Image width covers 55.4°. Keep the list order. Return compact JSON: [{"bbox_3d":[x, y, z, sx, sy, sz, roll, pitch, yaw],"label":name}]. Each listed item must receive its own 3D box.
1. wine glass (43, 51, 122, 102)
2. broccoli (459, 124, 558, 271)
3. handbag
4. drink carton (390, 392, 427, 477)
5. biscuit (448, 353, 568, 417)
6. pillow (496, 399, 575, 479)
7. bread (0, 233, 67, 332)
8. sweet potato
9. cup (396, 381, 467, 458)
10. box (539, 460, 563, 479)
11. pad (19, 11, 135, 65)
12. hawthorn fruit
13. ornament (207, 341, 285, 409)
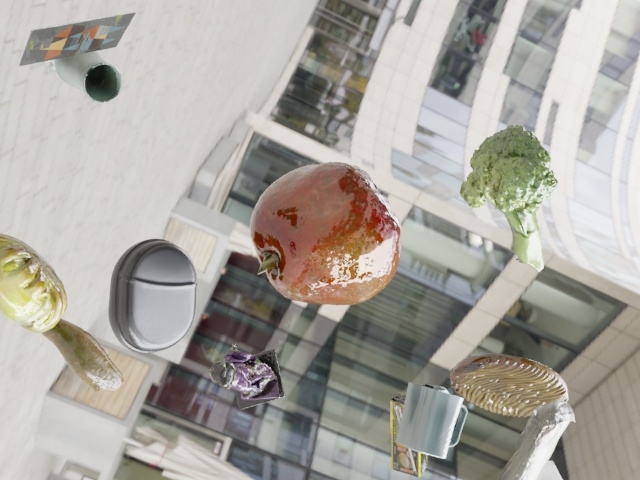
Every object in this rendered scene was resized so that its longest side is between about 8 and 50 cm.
[{"bbox_3d":[-0.533,-0.389,1.361,0.103,0.231,0.103,-28,136,-31],"label":"wine glass"},{"bbox_3d":[0.392,-0.102,1.331,0.302,0.186,0.254,86,-8,-50],"label":"broccoli"},{"bbox_3d":[-0.440,0.149,1.638,0.093,0.254,0.308,3,-91,43],"label":"handbag"},{"bbox_3d":[0.191,0.420,1.322,0.056,0.071,0.166,-22,112,-58],"label":"drink carton"},{"bbox_3d":[0.517,0.409,1.690,0.318,0.318,0.040,123,-11,-54],"label":"biscuit"},{"bbox_3d":[0.337,0.375,1.011,0.169,0.059,0.255,17,100,-58],"label":"pillow"},{"bbox_3d":[-0.555,0.070,1.131,0.105,0.213,0.213,-42,-176,-8],"label":"bread"},{"bbox_3d":[-0.497,0.221,1.241,0.077,0.244,0.077,-37,-166,11],"label":"sweet potato"},{"bbox_3d":[0.226,0.354,1.204,0.095,0.128,0.129,-8,-117,67],"label":"cup"},{"bbox_3d":[0.485,0.653,1.420,0.116,0.274,0.203,-43,-121,35],"label":"box"},{"bbox_3d":[-0.474,-0.393,1.192,0.211,0.003,0.143,-28,-177,-37],"label":"pad"},{"bbox_3d":[0.000,0.000,1.592,0.403,0.403,0.403,-156,-90,-83],"label":"hawthorn fruit"},{"bbox_3d":[-0.117,0.193,0.909,0.203,0.088,0.081,61,12,-67],"label":"ornament"}]
